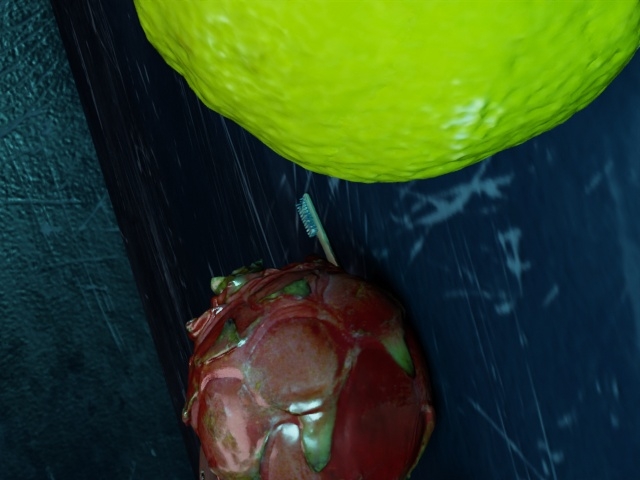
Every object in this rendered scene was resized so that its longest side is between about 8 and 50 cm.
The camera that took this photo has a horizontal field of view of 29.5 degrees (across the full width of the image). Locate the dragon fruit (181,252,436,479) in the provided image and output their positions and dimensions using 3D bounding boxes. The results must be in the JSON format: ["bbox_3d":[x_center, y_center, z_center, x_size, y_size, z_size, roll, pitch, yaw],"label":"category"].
[{"bbox_3d":[-0.006,0.106,0.841,0.172,0.172,0.210,142,110,-75],"label":"dragon fruit"}]

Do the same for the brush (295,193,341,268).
[{"bbox_3d":[0.000,0.000,0.994,0.016,0.013,0.084,108,140,-63],"label":"brush"}]

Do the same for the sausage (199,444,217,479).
[{"bbox_3d":[-0.033,0.235,1.134,0.279,0.152,0.152,-155,48,-74],"label":"sausage"}]

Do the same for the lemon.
[{"bbox_3d":[0.026,-0.118,0.403,0.231,0.192,0.192,107,142,-67],"label":"lemon"}]
